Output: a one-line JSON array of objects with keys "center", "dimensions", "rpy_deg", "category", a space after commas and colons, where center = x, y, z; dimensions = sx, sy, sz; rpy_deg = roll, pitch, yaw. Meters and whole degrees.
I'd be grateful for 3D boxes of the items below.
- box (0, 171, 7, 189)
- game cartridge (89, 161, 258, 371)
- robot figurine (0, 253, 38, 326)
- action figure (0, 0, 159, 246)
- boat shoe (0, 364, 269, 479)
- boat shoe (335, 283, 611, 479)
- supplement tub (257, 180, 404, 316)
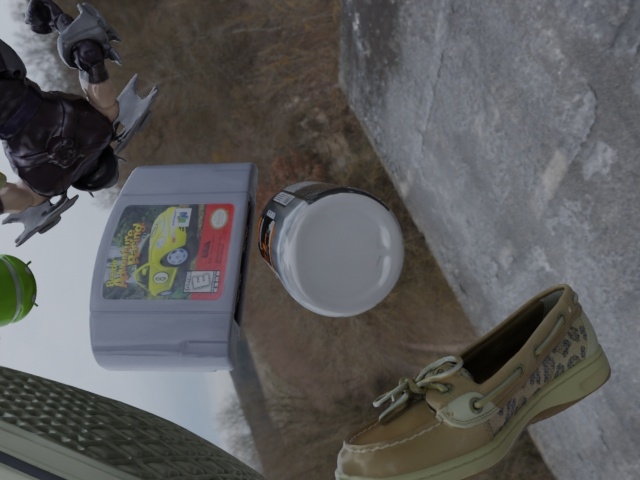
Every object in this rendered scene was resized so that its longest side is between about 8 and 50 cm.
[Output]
[{"center": [-0.208, -0.034, 0.096], "dimensions": [0.213, 0.117, 0.243], "rpy_deg": [35, 173, -12], "category": "box"}, {"center": [-0.191, 0.024, 0.793], "dimensions": [0.060, 0.196, 0.294], "rpy_deg": [70, -160, -59], "category": "game cartridge"}, {"center": [-0.307, 0.048, 0.537], "dimensions": [0.067, 0.115, 0.101], "rpy_deg": [-3, 95, 34], "category": "robot figurine"}, {"center": [-0.223, -0.102, 0.402], "dimensions": [0.099, 0.185, 0.285], "rpy_deg": [27, 172, 26], "category": "action figure"}, {"center": [-0.219, 0.173, 0.384], "dimensions": [0.187, 0.500, 0.156], "rpy_deg": [171, 119, -74], "category": "boat shoe"}, {"center": [0.124, 0.119, 0.503], "dimensions": [0.104, 0.285, 0.089], "rpy_deg": [-16, 92, 56], "category": "boat shoe"}, {"center": [0.000, 0.000, 0.608], "dimensions": [0.190, 0.117, 0.117], "rpy_deg": [-151, 44, -75], "category": "supplement tub"}]
